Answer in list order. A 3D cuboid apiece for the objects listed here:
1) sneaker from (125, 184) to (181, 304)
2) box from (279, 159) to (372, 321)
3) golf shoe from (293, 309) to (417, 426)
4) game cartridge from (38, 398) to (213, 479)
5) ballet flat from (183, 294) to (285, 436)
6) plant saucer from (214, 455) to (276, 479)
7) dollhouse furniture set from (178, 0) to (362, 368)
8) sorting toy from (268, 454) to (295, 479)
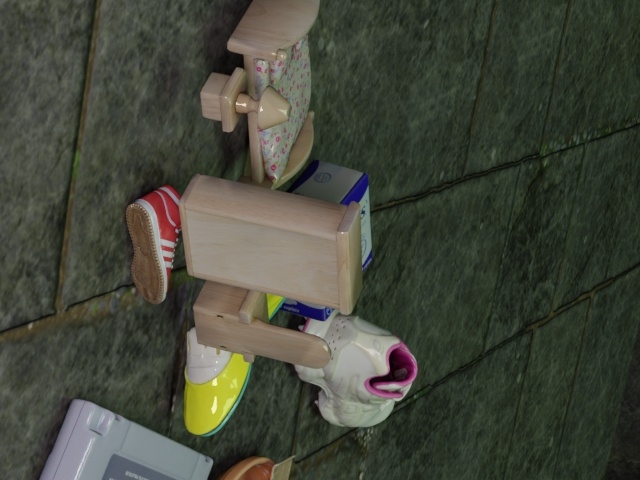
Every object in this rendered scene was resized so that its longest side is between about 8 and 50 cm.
[{"bbox_3d":[-0.156,0.002,1.692,0.067,0.042,0.118,-41,139,-45],"label":"sneaker"},{"bbox_3d":[0.000,0.000,1.992,0.126,0.072,0.137,-51,147,-42],"label":"box"},{"bbox_3d":[0.063,0.178,2.163,0.115,0.140,0.306,-68,157,-15],"label":"golf shoe"},{"bbox_3d":[-0.210,0.284,1.743,0.294,0.060,0.196,43,63,-64],"label":"game cartridge"},{"bbox_3d":[-0.103,0.099,1.850,0.077,0.077,0.231,52,53,-36],"label":"ballet flat"},{"bbox_3d":[-0.107,0.348,2.026,0.200,0.037,0.200,-43,141,-49],"label":"plant saucer"},{"bbox_3d":[0.003,-0.090,1.776,0.303,0.173,0.355,88,20,-45],"label":"dollhouse furniture set"},{"bbox_3d":[-0.057,0.289,2.034,0.083,0.012,0.062,-13,121,-67],"label":"sorting toy"}]
